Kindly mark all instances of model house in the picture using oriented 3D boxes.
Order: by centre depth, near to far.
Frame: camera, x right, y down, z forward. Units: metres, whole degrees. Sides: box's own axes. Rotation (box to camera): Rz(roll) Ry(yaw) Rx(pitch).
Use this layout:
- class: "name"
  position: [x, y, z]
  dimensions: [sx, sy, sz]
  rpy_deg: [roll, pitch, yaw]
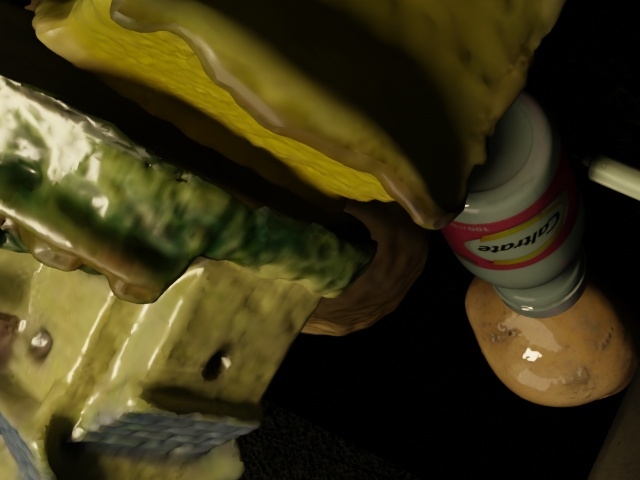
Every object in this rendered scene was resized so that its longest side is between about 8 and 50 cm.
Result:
- class: "model house"
  position: [-0.028, -0.108, 0.740]
  dimensions: [0.193, 0.174, 0.234]
  rpy_deg: [30, 162, -21]
- class: "model house"
  position: [-0.173, 0.021, 0.851]
  dimensions: [0.261, 0.266, 0.321]
  rpy_deg: [16, -163, -45]

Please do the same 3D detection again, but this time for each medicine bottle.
- class: "medicine bottle"
  position: [0.122, -0.017, 0.975]
  dimensions: [0.090, 0.090, 0.216]
  rpy_deg: [22, 166, 25]

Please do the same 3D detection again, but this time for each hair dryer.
- class: "hair dryer"
  position: [0.201, -0.026, 0.917]
  dimensions: [0.124, 0.038, 0.063]
  rpy_deg: [26, 168, 33]

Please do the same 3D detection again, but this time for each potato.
- class: "potato"
  position: [0.177, 0.068, 1.162]
  dimensions: [0.147, 0.112, 0.112]
  rpy_deg: [36, 166, -7]

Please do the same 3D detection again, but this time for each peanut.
- class: "peanut"
  position: [0.000, 0.000, 1.169]
  dimensions: [0.153, 0.140, 0.325]
  rpy_deg: [-1, 172, -12]

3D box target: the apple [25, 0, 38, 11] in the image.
- class: "apple"
  position: [-0.229, -0.045, 1.167]
  dimensions: [0.319, 0.277, 0.319]
  rpy_deg: [26, 169, 6]

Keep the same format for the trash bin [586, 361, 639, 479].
- class: "trash bin"
  position: [0.246, 0.113, 0.755]
  dimensions: [0.203, 0.301, 0.252]
  rpy_deg: [17, 162, 38]
